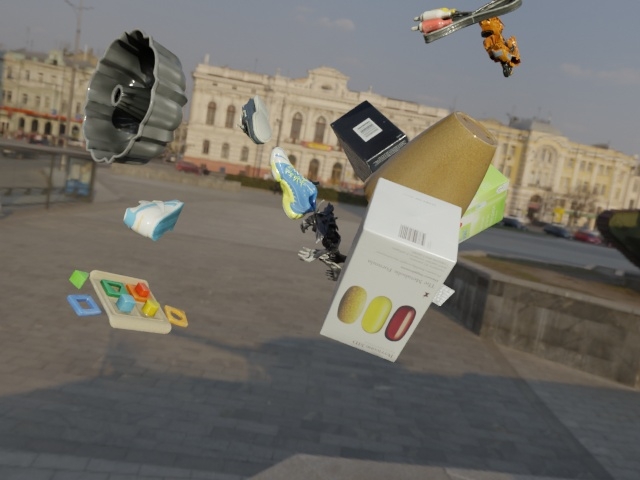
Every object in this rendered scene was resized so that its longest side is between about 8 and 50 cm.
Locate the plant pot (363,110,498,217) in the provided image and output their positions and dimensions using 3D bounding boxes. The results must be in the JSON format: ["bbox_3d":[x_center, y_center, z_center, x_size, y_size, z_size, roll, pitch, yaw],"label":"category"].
[{"bbox_3d":[0.265,-0.154,1.217,0.237,0.254,0.237,26,33,-18],"label":"plant pot"}]

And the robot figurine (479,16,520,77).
[{"bbox_3d":[0.702,-0.762,2.113,0.085,0.210,0.291,-16,-16,35],"label":"robot figurine"}]

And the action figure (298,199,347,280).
[{"bbox_3d":[0.000,0.000,1.618,0.141,0.275,0.164,-6,45,19],"label":"action figure"}]

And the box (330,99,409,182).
[{"bbox_3d":[0.220,-0.321,2.056,0.296,0.183,0.294,55,-1,42],"label":"box"}]

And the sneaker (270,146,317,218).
[{"bbox_3d":[-0.073,-0.189,1.732,0.126,0.239,0.091,-8,19,29],"label":"sneaker"}]

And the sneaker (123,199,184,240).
[{"bbox_3d":[-0.411,-0.067,1.364,0.092,0.087,0.228,25,11,-2],"label":"sneaker"}]

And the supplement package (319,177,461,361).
[{"bbox_3d":[0.105,0.052,0.850,0.139,0.244,0.133,20,41,2],"label":"supplement package"}]

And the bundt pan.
[{"bbox_3d":[-0.441,-0.332,1.317,0.331,0.330,0.124,15,2,40],"label":"bundt pan"}]

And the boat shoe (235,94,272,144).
[{"bbox_3d":[-0.208,-0.364,1.672,0.095,0.079,0.254,50,19,-42],"label":"boat shoe"}]

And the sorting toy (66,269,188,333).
[{"bbox_3d":[-0.486,0.152,1.412,0.348,0.047,0.196,21,23,-50],"label":"sorting toy"}]

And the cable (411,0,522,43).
[{"bbox_3d":[0.380,-0.603,1.450,0.288,0.072,0.139,-6,37,37],"label":"cable"}]

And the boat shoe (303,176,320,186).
[{"bbox_3d":[-0.063,-0.252,2.361,0.152,0.049,0.056,-11,11,-41],"label":"boat shoe"}]

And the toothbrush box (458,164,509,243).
[{"bbox_3d":[0.464,-0.106,1.801,0.283,0.206,0.122,-26,53,-10],"label":"toothbrush box"}]

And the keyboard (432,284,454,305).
[{"bbox_3d":[0.275,0.114,1.630,0.072,0.014,0.256,-41,50,-22],"label":"keyboard"}]
